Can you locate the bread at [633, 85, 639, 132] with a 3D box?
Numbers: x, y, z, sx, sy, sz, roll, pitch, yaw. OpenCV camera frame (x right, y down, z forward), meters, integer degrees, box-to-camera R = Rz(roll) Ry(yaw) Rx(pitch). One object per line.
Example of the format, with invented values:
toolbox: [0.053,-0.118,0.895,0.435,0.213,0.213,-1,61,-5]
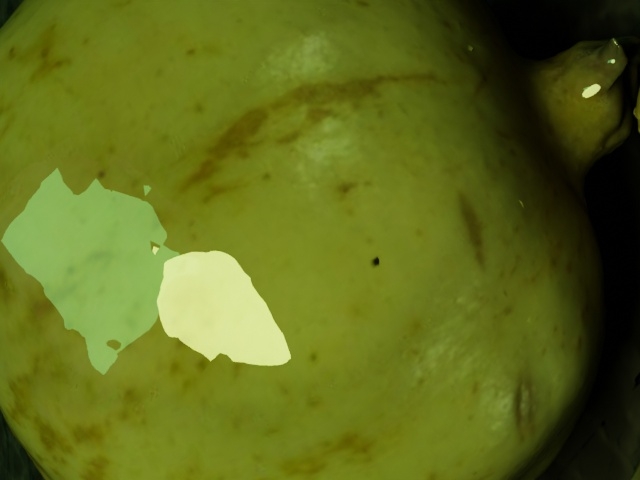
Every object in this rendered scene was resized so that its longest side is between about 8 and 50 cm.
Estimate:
bread: [0.210,-0.046,0.663,0.189,0.077,0.114,16,121,56]

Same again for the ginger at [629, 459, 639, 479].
ginger: [0.225,0.125,0.573,0.375,0.176,0.256,-10,64,55]

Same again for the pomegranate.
pomegranate: [0.000,0.000,0.774,0.342,0.342,0.342,0,90,54]
